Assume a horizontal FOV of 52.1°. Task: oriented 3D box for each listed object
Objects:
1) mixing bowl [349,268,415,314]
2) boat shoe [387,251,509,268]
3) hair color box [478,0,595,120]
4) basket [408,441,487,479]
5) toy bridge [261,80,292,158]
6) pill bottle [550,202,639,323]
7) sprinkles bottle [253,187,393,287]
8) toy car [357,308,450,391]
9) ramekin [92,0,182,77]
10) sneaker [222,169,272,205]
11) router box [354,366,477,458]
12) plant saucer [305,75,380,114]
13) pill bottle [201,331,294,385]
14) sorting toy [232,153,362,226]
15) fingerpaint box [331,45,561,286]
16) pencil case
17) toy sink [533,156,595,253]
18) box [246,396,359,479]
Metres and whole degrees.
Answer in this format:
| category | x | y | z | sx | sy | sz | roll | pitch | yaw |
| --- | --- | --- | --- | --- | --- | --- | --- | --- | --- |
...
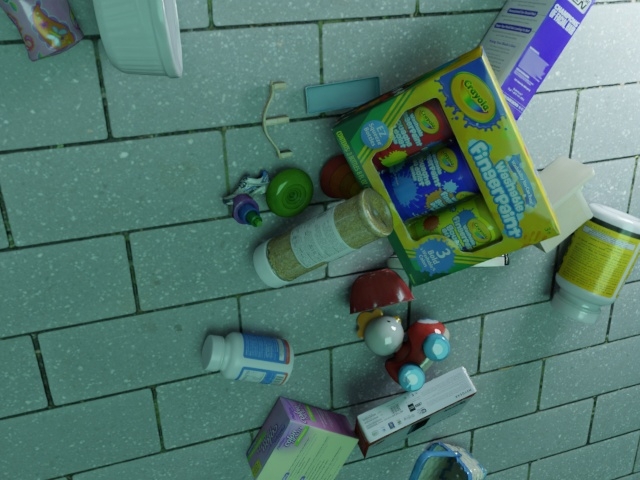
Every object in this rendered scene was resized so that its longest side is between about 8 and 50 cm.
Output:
| category | x | y | z | sx | sy | sz | roll | pitch | yaw |
| --- | --- | --- | --- | --- | --- | --- | --- | --- | --- |
| mixing bowl | 0.154 | 0.133 | 1.764 | 0.181 | 0.181 | 0.098 | -11 | 82 | -16 |
| boat shoe | 0.347 | 0.001 | 1.805 | 0.340 | 0.127 | 0.158 | -2 | 87 | -10 |
| hair color box | 0.490 | -0.476 | 1.597 | 0.110 | 0.185 | 0.339 | 25 | 103 | -28 |
| basket | 0.378 | 0.772 | 2.087 | 0.289 | 0.201 | 0.255 | 9 | 110 | -34 |
| toy bridge | -0.106 | -0.284 | 1.549 | 0.063 | 0.026 | 0.188 | -11 | 115 | -14 |
| pill bottle | 0.824 | 0.072 | 1.957 | 0.188 | 0.188 | 0.334 | 12 | 107 | -24 |
| sprinkles bottle | 0.000 | 0.000 | 1.557 | 0.355 | 0.121 | 0.121 | -27 | 126 | 34 |
| toy car | 0.217 | 0.269 | 1.843 | 0.238 | 0.219 | 0.210 | 38 | 96 | -1 |
| ramekin | -0.350 | -0.445 | 1.261 | 0.127 | 0.273 | 0.273 | -7 | 115 | -4 |
| sneaker | -0.180 | -0.130 | 1.581 | 0.135 | 0.052 | 0.058 | -27 | 113 | -18 |
| router box | 0.266 | 0.506 | 1.906 | 0.335 | 0.082 | 0.301 | -23 | 156 | -9 |
| plant saucer | 0.055 | -0.353 | 1.584 | 0.192 | 0.018 | 0.067 | -12 | 116 | -14 |
| pill bottle | -0.192 | 0.307 | 1.718 | 0.221 | 0.124 | 0.124 | 14 | 107 | -25 |
| sorting toy | -0.027 | -0.099 | 1.570 | 0.365 | 0.126 | 0.127 | -19 | 125 | -23 |
| fingerpaint box | 0.296 | -0.160 | 1.534 | 0.371 | 0.163 | 0.445 | -22 | 107 | 22 |
| pencil case | -0.566 | -0.490 | 1.240 | 0.124 | 0.124 | 0.284 | -27 | 118 | -7 |
| toy sink | 0.658 | -0.100 | 1.842 | 0.234 | 0.153 | 0.131 | -41 | 120 | -1 |
| box | -0.053 | 0.599 | 1.901 | 0.243 | 0.117 | 0.214 | 23 | 103 | -28 |
